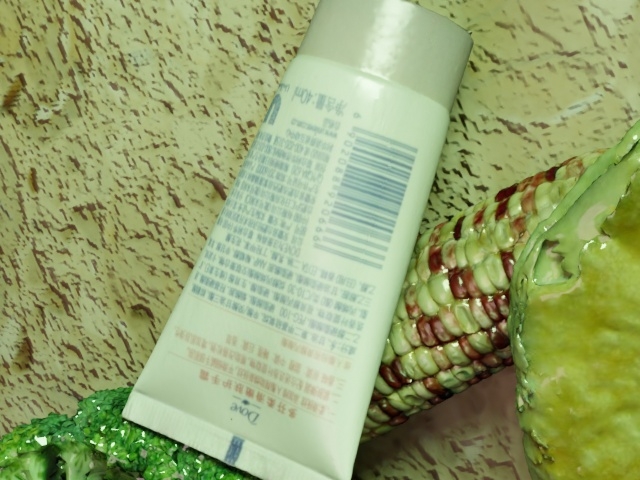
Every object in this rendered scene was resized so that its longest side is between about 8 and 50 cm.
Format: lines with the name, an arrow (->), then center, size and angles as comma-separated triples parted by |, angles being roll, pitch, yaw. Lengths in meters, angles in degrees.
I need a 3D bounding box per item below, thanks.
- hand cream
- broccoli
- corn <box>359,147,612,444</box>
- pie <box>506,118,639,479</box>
hand cream -> 0.000, 0.000, 0.723 | 0.133, 0.083, 0.247 | 22, 89, 28
broccoli -> -0.088, 0.204, 0.806 | 0.269, 0.241, 0.261 | 7, 128, -2
corn -> 0.078, 0.028, 0.744 | 0.253, 0.086, 0.086 | -33, 87, 32
pie -> 0.223, 0.055, 0.644 | 0.306, 0.071, 0.306 | 3, 110, 7
